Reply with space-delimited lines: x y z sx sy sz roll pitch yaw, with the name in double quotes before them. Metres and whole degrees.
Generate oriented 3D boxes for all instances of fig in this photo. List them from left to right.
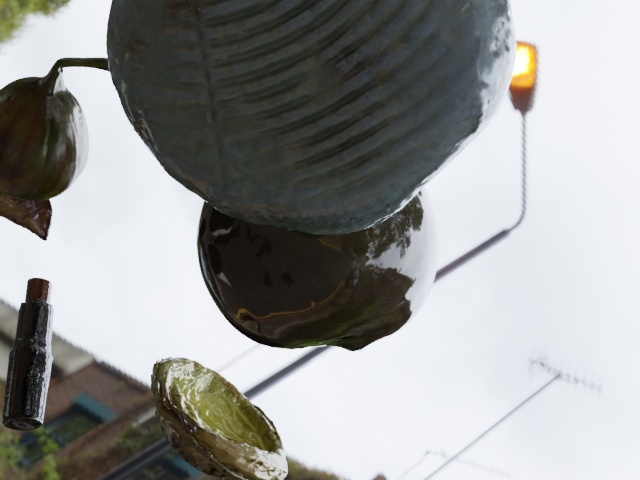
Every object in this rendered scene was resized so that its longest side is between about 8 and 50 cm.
"fig" -0.340 -0.136 1.251 0.147 0.142 0.186 21 -47 -1

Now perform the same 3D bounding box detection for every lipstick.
"lipstick" -0.538 0.206 1.945 0.081 0.081 0.300 130 -34 -53

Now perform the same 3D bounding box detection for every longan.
"longan" 0.000 0.000 1.313 0.319 0.318 0.319 30 -46 37

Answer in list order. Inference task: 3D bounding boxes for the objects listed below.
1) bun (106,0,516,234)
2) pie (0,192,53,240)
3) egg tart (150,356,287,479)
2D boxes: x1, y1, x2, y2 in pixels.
"bun" -0.011 -0.182 0.913 0.354 0.194 0.355 2 -77 8
"pie" -0.480 -0.070 1.587 0.169 0.092 0.034 22 -21 -8
"egg tart" -0.168 0.291 1.617 0.279 0.279 0.095 44 -80 23
